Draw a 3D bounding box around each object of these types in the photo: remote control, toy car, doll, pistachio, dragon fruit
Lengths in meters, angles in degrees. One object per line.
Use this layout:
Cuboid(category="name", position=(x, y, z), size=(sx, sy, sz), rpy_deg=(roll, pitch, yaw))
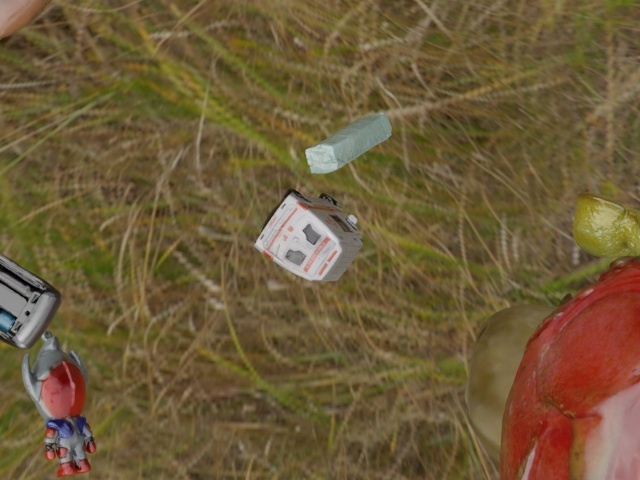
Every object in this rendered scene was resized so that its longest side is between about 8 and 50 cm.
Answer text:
Cuboid(category="remote control", position=(-0.294, 0.008, 1.060), size=(0.212, 0.028, 0.059), rpy_deg=(31, 90, 7))
Cuboid(category="toy car", position=(0.000, 0.000, 1.775), size=(0.108, 0.210, 0.089), rpy_deg=(35, 98, 15))
Cuboid(category="doll", position=(-0.340, 0.212, 1.836), size=(0.104, 0.062, 0.194), rpy_deg=(-7, 79, -35))
Cuboid(category="pistachio", position=(0.161, 0.103, 0.850), size=(0.126, 0.185, 0.108), rpy_deg=(-16, 120, -28))
Cuboid(category="dragon fruit", position=(0.165, 0.094, 0.619), size=(0.172, 0.172, 0.209), rpy_deg=(8, 65, -4))

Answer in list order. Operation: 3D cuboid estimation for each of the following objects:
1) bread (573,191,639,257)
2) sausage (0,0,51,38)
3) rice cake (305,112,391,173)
Cuboid(category="bread", position=(0.355, -0.002, 1.582), size=(0.149, 0.188, 0.065), rpy_deg=(19, 89, 16))
Cuboid(category="sausage", position=(-0.133, -0.180, 0.829), size=(0.177, 0.040, 0.047), rpy_deg=(-36, 84, -5))
Cuboid(category="rice cake", position=(0.041, -0.130, 1.831), size=(0.045, 0.245, 0.042), rpy_deg=(-11, 99, 21))
